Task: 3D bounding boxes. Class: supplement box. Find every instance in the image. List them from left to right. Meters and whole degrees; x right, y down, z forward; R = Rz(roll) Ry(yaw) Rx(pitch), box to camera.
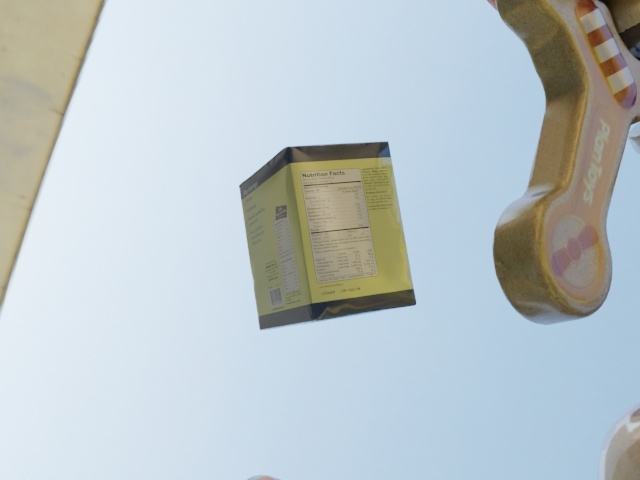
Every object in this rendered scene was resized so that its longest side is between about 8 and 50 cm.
[{"bbox_3d":[0.000,0.000,0.382,0.083,0.056,0.083,157,-74,-65],"label":"supplement box"}]

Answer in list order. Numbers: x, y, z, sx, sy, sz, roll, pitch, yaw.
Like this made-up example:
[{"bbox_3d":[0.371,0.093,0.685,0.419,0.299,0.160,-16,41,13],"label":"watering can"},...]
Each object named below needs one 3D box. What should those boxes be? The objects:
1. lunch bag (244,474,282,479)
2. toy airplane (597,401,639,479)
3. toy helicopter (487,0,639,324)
[{"bbox_3d":[-0.019,0.385,0.652,0.303,0.115,0.243,38,-85,7],"label":"lunch bag"},{"bbox_3d":[0.267,0.162,0.396,0.386,0.272,0.384,-56,-175,-20],"label":"toy airplane"},{"bbox_3d":[0.205,-0.092,0.528,0.140,0.235,0.355,-15,-135,51],"label":"toy helicopter"}]
